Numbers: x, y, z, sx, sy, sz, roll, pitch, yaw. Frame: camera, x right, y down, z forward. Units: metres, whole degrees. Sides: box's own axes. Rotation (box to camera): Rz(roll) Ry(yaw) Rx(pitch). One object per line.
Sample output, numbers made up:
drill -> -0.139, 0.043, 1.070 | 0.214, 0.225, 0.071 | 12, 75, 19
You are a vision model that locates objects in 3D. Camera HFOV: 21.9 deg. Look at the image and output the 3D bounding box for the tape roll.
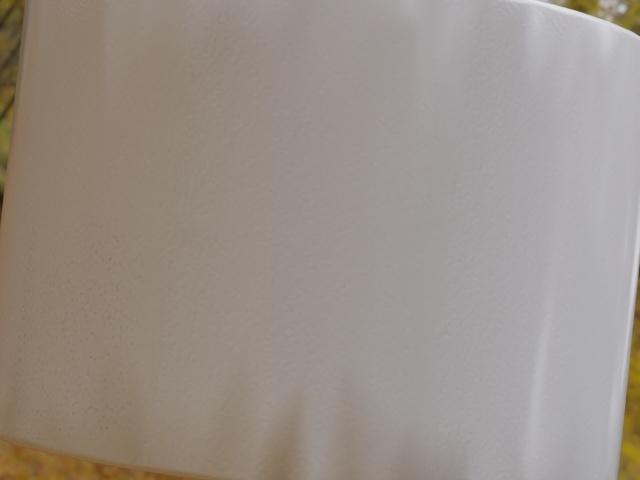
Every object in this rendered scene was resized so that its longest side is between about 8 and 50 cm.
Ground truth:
tape roll -> 0.000, 0.000, 0.635 | 0.246, 0.169, 0.246 | 6, -1, 0
